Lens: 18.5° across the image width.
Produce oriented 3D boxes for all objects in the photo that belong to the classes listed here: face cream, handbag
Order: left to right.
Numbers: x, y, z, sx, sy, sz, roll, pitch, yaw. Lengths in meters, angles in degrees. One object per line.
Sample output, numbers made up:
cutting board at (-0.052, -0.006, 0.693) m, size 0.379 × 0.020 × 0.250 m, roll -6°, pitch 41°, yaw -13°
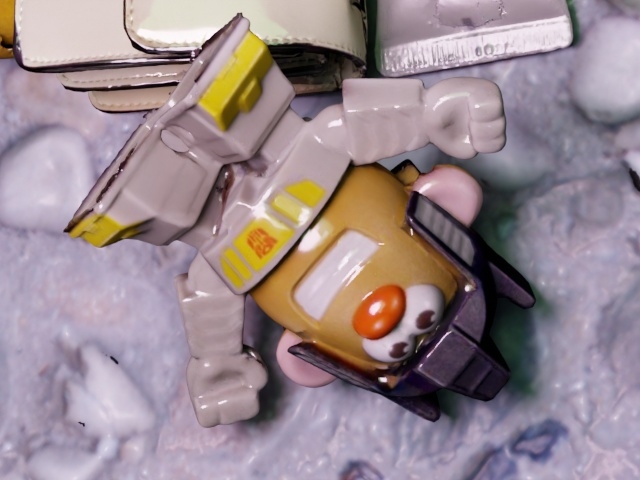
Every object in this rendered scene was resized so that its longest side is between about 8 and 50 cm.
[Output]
handbag at (-0.082, -0.282, 1.393) m, size 0.236 × 0.160 × 0.359 m, roll -3°, pitch 78°, yaw 15°
face cream at (0.089, -0.278, 1.373) m, size 0.143 × 0.089 × 0.314 m, roll -7°, pitch 83°, yaw 19°

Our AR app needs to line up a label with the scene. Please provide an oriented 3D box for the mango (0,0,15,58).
mango at (-0.282, -0.237, 1.464) m, size 0.236 × 0.136 × 0.166 m, roll 45°, pitch 51°, yaw 3°

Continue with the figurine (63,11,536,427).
figurine at (0.002, -0.003, 1.272) m, size 0.308 × 0.308 × 0.143 m, roll -4°, pitch 40°, yaw 19°
